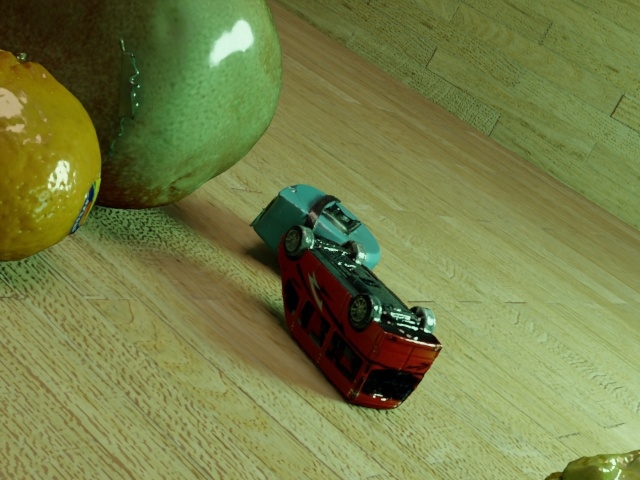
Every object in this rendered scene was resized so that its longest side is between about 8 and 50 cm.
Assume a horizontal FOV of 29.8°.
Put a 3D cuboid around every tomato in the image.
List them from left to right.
[{"bbox_3d":[-0.174,-0.170,1.149,0.239,0.304,0.303,36,18,34],"label":"tomato"}]

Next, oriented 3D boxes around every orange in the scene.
[{"bbox_3d":[-0.257,-0.065,0.936,0.177,0.155,0.178,22,29,-13],"label":"orange"}]

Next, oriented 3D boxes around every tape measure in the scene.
[{"bbox_3d":[0.000,0.000,1.284,0.125,0.081,0.146,40,17,5],"label":"tape measure"}]

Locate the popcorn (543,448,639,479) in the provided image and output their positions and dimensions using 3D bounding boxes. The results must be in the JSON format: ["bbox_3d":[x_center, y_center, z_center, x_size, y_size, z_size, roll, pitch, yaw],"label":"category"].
[{"bbox_3d":[0.216,0.223,0.877,0.141,0.162,0.135,47,-26,-16],"label":"popcorn"}]

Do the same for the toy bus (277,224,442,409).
[{"bbox_3d":[0.022,0.064,1.093,0.081,0.089,0.195,15,20,-39],"label":"toy bus"}]
